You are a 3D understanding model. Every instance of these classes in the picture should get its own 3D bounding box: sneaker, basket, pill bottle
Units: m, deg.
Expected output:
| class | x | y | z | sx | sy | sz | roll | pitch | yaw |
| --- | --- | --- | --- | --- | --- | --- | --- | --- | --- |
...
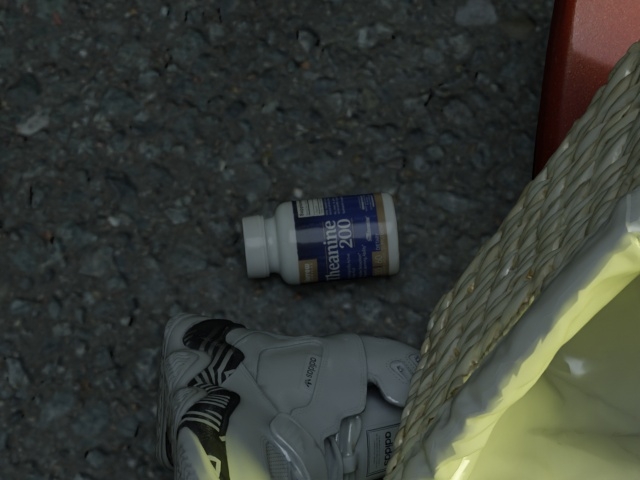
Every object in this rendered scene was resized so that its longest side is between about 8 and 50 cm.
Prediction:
| class | x | y | z | sx | sy | sz | roll | pitch | yaw |
| --- | --- | --- | --- | --- | --- | --- | --- | --- | --- |
| sneaker | -0.005 | 0.155 | 1.405 | 0.210 | 0.366 | 0.137 | 2 | 111 | -8 |
| basket | 0.250 | 0.097 | 1.307 | 0.331 | 0.328 | 0.266 | 28 | 34 | -10 |
| pill bottle | 0.000 | 0.000 | 1.578 | 0.120 | 0.067 | 0.067 | -6 | 69 | -2 |

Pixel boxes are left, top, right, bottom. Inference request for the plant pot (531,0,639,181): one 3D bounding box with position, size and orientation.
| class | x | y | z | sx | sy | sz | roll | pitch | yaw |
| --- | --- | --- | --- | --- | --- | --- | --- | --- | --- |
| plant pot | 0.283 | -0.088 | 1.523 | 0.267 | 0.267 | 0.236 | 18 | 84 | 7 |
